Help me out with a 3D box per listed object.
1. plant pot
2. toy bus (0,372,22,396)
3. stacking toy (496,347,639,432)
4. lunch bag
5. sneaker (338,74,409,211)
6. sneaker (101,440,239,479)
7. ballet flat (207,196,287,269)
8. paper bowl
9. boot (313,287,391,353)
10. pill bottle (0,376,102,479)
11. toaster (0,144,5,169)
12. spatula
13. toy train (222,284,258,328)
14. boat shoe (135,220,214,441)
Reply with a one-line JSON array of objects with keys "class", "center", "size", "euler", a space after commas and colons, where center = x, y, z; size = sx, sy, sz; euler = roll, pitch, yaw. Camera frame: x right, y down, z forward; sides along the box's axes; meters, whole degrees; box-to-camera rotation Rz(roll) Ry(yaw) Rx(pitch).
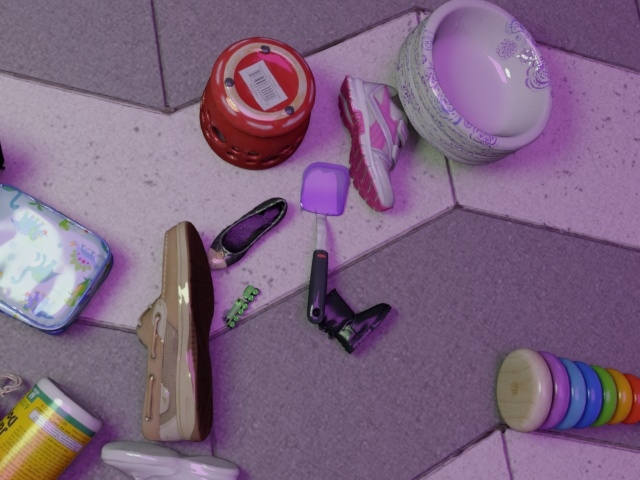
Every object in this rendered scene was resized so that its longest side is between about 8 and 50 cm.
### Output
[{"class": "plant pot", "center": [-0.100, -0.232, 1.193], "size": [0.191, 0.174, 0.191], "euler": [3, 77, -14]}, {"class": "toy bus", "center": [-0.553, 0.276, 1.014], "size": [0.202, 0.191, 0.104], "euler": [11, 119, -10]}, {"class": "stacking toy", "center": [0.483, 0.270, 1.245], "size": [0.330, 0.141, 0.141], "euler": [7, 77, -15]}, {"class": "lunch bag", "center": [-0.449, 0.032, 1.098], "size": [0.219, 0.090, 0.176], "euler": [31, 72, -5]}, {"class": "sneaker", "center": [0.109, -0.176, 1.264], "size": [0.111, 0.103, 0.252], "euler": [-7, 81, -13]}, {"class": "sneaker", "center": [-0.235, 0.368, 1.089], "size": [0.212, 0.080, 0.094], "euler": [17, 87, -10]}, {"class": "ballet flat", "center": [-0.126, -0.017, 1.204], "size": [0.057, 0.049, 0.173], "euler": [46, 73, 1]}, {"class": "paper bowl", "center": [0.261, -0.272, 1.279], "size": [0.284, 0.148, 0.284], "euler": [7, 73, -24]}, {"class": "boot", "center": [0.050, 0.123, 1.220], "size": [0.099, 0.045, 0.121], "euler": [45, 71, 5]}, {"class": "pill bottle", "center": [-0.428, 0.311, 1.030], "size": [0.117, 0.117, 0.208], "euler": [40, 73, -2]}, {"class": "toaster", "center": [-0.556, -0.096, 1.051], "size": [0.110, 0.186, 0.168], "euler": [32, 74, -15]}, {"class": "spatula", "center": [0.000, 0.000, 1.226], "size": [0.084, 0.030, 0.296], "euler": [9, 64, -10]}, {"class": "toy train", "center": [-0.133, 0.110, 1.193], "size": [0.024, 0.017, 0.083], "euler": [34, 73, 6]}, {"class": "boat shoe", "center": [-0.233, 0.138, 1.109], "size": [0.110, 0.121, 0.341], "euler": [-4, 78, 9]}]
